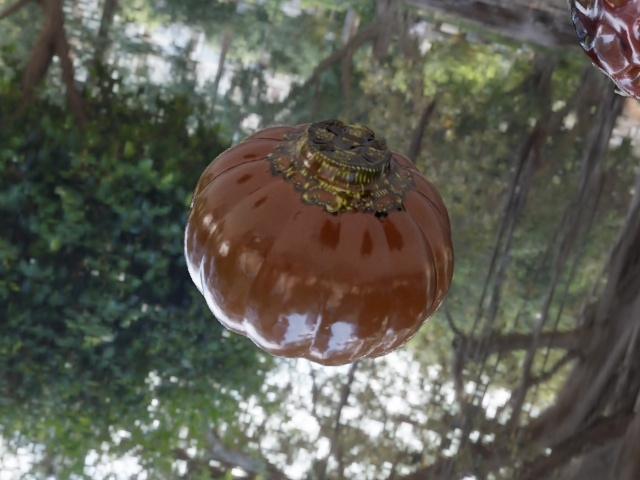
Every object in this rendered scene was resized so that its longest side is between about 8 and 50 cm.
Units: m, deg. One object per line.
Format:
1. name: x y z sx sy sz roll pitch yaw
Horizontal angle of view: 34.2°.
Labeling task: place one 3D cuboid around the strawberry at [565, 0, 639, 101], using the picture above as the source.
1. strawberry: 0.196 -0.157 0.526 0.150 0.253 0.280 -21 -161 10

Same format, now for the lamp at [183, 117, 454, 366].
1. lamp: 0.000 0.000 0.843 0.223 0.196 0.223 11 -142 -8
